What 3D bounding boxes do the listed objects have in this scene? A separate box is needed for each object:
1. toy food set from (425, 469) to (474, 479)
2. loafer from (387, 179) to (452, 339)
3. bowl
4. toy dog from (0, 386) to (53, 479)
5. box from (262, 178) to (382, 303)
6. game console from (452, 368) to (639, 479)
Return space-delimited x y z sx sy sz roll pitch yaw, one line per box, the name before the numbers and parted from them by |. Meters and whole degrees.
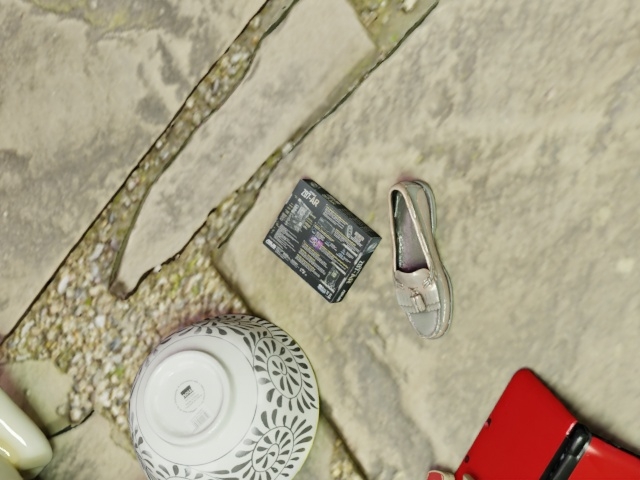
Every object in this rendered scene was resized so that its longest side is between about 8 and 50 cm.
toy food set | 0.081 0.228 0.937 0.078 0.019 0.122 27 105 63
loafer | 0.070 0.016 0.942 0.045 0.039 0.125 -10 86 31
bowl | -0.094 0.133 0.990 0.170 0.080 0.170 -6 72 18
toy dog | -0.367 0.283 1.115 0.408 0.284 0.395 28 123 29
box | 0.000 0.000 0.997 0.083 0.018 0.067 40 111 24
game console | 0.171 0.190 0.902 0.124 0.085 0.144 26 108 -4
